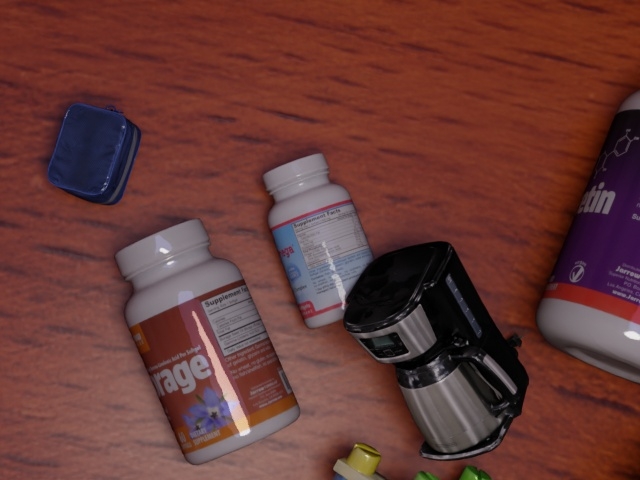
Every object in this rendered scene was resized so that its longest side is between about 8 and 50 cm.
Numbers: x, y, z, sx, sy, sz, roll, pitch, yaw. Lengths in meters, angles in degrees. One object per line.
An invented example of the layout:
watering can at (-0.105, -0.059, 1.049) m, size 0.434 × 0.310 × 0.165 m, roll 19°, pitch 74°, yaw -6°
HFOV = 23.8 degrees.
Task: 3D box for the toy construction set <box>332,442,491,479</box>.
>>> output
toy construction set at (0.153, 0.324, 1.390) m, size 0.215 × 0.327 × 0.151 m, roll 18°, pitch 118°, yaw -41°

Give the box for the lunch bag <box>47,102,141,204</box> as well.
lunch bag at (-0.218, -0.087, 1.483) m, size 0.067 × 0.065 × 0.098 m, roll 18°, pitch 84°, yaw 11°

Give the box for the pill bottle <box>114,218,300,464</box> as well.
pill bottle at (-0.114, 0.095, 1.450) m, size 0.121 × 0.121 × 0.216 m, roll -24°, pitch 87°, yaw -8°

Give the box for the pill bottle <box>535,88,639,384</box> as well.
pill bottle at (0.346, -0.024, 1.487) m, size 0.181 × 0.181 × 0.323 m, roll 24°, pitch 82°, yaw -4°

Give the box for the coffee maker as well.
coffee maker at (0.111, 0.092, 1.443) m, size 0.120 × 0.171 × 0.178 m, roll -24°, pitch 114°, yaw 17°

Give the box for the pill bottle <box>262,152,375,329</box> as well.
pill bottle at (0.000, 0.000, 1.490) m, size 0.087 × 0.087 × 0.160 m, roll -20°, pitch 87°, yaw -8°
